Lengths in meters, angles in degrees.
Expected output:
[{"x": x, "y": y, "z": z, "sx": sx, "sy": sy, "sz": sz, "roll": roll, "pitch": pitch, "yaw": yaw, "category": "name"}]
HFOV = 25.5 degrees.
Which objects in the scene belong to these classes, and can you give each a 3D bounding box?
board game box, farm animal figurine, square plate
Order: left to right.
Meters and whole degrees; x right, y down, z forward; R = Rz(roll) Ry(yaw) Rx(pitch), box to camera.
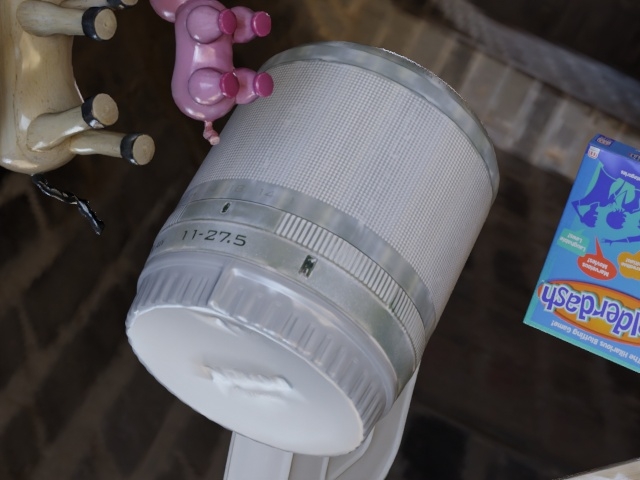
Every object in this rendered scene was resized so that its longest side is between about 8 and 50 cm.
[{"x": -0.143, "y": -0.225, "z": 0.856, "sx": 0.330, "sy": 0.172, "sz": 0.326, "roll": -53, "pitch": -51, "yaw": -36, "category": "farm animal figurine"}, {"x": 0.015, "y": 0.190, "z": 1.464, "sx": 0.347, "sy": 0.049, "sz": 0.344, "roll": -30, "pitch": -41, "yaw": -52, "category": "square plate"}, {"x": 0.315, "y": 0.019, "z": 1.427, "sx": 0.047, "sy": 0.160, "sz": 0.210, "roll": -37, "pitch": -34, "yaw": -60, "category": "board game box"}]

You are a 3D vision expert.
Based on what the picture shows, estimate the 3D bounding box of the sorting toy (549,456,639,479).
[{"x": 0.362, "y": 0.337, "z": 1.377, "sx": 0.089, "sy": 0.257, "sz": 0.255, "roll": -2, "pitch": -106, "yaw": -73, "category": "sorting toy"}]

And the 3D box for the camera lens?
[{"x": 0.000, "y": 0.000, "z": 1.096, "sx": 0.274, "sy": 0.219, "sz": 0.219, "roll": -62, "pitch": -1, "yaw": -29, "category": "camera lens"}]
